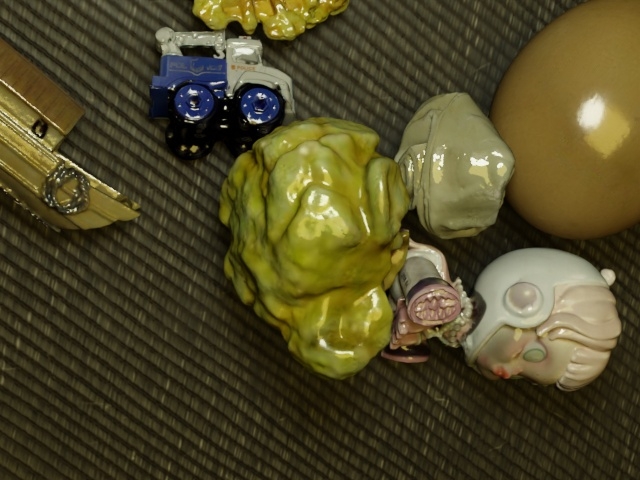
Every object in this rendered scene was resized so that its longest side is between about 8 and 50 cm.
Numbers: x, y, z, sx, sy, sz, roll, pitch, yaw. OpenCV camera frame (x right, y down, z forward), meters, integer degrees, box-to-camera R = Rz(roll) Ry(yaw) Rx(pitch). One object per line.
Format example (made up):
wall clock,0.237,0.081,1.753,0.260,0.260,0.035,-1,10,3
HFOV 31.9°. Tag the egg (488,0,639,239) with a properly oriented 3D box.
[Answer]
egg,0.406,-0.182,1.646,0.301,0.301,0.373,34,78,-11

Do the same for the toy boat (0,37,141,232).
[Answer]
toy boat,-0.439,-0.173,1.600,0.445,0.136,0.162,43,92,-16

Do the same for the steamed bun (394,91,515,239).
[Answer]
steamed bun,0.171,-0.098,1.623,0.144,0.211,0.218,-10,55,-17

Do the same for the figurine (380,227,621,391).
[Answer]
figurine,0.275,0.103,1.690,0.362,0.253,0.210,12,78,-3

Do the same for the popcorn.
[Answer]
popcorn,-0.013,0.001,1.566,0.294,0.292,0.334,-6,117,17

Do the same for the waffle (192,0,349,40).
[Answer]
waffle,-0.077,-0.442,1.641,0.302,0.068,0.324,30,83,-10

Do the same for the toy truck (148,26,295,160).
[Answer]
toy truck,-0.144,-0.217,1.640,0.213,0.161,0.176,2,72,-9
